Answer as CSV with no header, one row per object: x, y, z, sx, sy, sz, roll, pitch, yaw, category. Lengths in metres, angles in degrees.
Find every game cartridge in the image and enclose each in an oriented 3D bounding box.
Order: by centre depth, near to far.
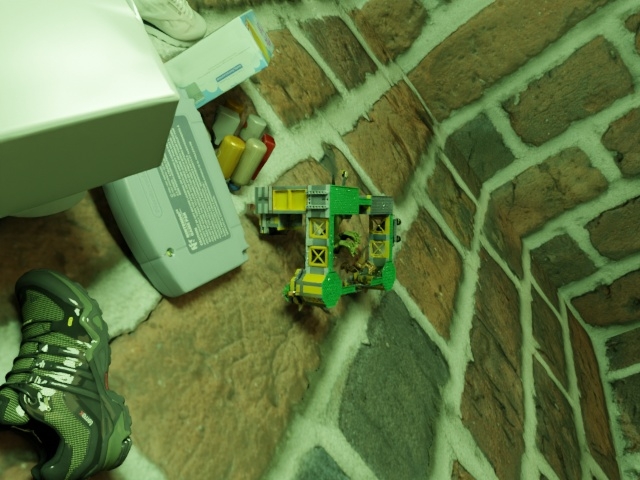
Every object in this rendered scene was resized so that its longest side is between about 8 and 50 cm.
-0.217,-0.076,0.748,0.196,0.060,0.294,-31,103,-62,game cartridge

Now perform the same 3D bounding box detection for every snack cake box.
-0.174,-0.334,0.928,0.089,0.152,0.264,57,13,-24,snack cake box

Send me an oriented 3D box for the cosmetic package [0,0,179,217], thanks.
-0.343,-0.123,0.423,0.385,0.156,0.217,-23,82,-31,cosmetic package

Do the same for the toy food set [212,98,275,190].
-0.159,-0.171,0.963,0.111,0.104,0.232,21,27,-26,toy food set

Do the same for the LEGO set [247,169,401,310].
0.000,0.000,0.979,0.331,0.192,0.254,-18,107,-55,LEGO set

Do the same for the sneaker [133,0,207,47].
-0.297,-0.448,0.988,0.235,0.095,0.090,-9,68,-58,sneaker

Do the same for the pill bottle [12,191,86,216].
-0.355,-0.158,0.604,0.136,0.136,0.245,3,60,-54,pill bottle

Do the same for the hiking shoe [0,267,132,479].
-0.272,0.133,0.509,0.114,0.086,0.226,-8,70,-60,hiking shoe

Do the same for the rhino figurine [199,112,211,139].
-0.279,-0.243,0.849,0.243,0.073,0.106,39,32,-29,rhino figurine
